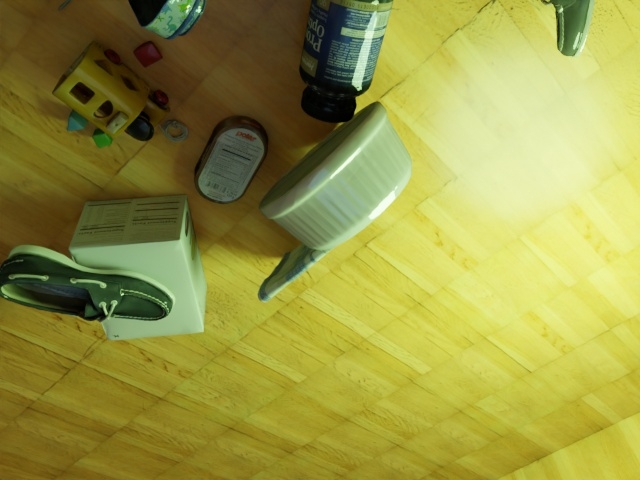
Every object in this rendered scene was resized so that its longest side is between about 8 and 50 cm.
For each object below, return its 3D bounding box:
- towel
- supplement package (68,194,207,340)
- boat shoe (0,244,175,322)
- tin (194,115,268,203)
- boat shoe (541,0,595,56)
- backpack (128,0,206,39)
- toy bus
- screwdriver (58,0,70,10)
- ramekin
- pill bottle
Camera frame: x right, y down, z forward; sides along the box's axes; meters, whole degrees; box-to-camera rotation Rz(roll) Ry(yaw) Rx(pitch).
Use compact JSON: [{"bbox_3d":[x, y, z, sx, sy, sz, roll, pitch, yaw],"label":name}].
[{"bbox_3d":[0.000,0.000,1.110,0.285,0.209,0.034,-39,98,24],"label":"towel"},{"bbox_3d":[-0.353,0.059,1.143,0.204,0.145,0.262,-5,131,-3],"label":"supplement package"},{"bbox_3d":[-0.418,0.103,1.017,0.303,0.091,0.114,15,128,-17],"label":"boat shoe"},{"bbox_3d":[-0.169,-0.147,1.062,0.106,0.040,0.189,17,126,-26],"label":"tin"},{"bbox_3d":[0.366,-0.443,0.836,0.096,0.112,0.335,3,127,13],"label":"boat shoe"},{"bbox_3d":[-0.220,-0.353,0.824,0.105,0.114,0.084,-43,143,24],"label":"backpack"},{"bbox_3d":[-0.333,-0.221,0.930,0.202,0.104,0.191,-1,131,-6],"label":"toy bus"},{"bbox_3d":[-0.335,-0.393,0.842,0.170,0.024,0.025,-31,157,26],"label":"screwdriver"},{"bbox_3d":[0.034,-0.100,0.956,0.273,0.273,0.127,-37,104,23],"label":"ramekin"},{"bbox_3d":[0.033,-0.305,0.892,0.123,0.123,0.219,5,129,-12],"label":"pill bottle"}]
